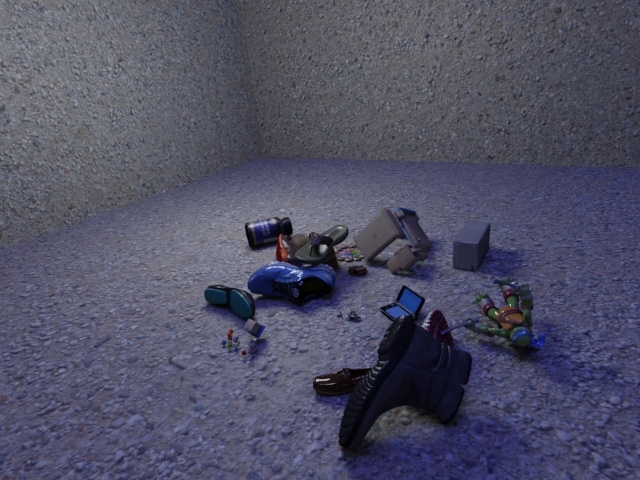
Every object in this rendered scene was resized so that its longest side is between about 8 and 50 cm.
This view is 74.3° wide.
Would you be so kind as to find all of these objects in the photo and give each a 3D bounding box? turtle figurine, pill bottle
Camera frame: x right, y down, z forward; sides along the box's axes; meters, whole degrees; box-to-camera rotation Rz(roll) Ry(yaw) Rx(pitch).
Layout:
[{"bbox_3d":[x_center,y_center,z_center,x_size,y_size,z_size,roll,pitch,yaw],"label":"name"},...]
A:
[{"bbox_3d":[0.509,0.181,1.232,0.275,0.197,0.266,16,17,8],"label":"turtle figurine"},{"bbox_3d":[-0.256,-0.049,2.098,0.220,0.122,0.123,-14,24,-17],"label":"pill bottle"}]

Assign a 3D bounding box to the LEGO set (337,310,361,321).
[{"bbox_3d":[0.096,0.249,1.421,0.083,0.023,0.054,-2,23,11],"label":"LEGO set"}]

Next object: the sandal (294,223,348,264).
[{"bbox_3d":[0.000,-0.001,1.670,0.120,0.086,0.303,15,39,32],"label":"sandal"}]

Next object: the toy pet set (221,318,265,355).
[{"bbox_3d":[-0.231,0.310,1.344,0.122,0.065,0.114,12,64,43],"label":"toy pet set"}]

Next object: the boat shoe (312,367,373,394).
[{"bbox_3d":[0.067,0.362,1.111,0.178,0.060,0.064,-5,23,4],"label":"boat shoe"}]

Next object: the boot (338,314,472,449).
[{"bbox_3d":[0.205,0.362,0.967,0.223,0.338,0.118,34,-13,-2],"label":"boot"}]

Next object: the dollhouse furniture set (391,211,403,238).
[{"bbox_3d":[0.376,-0.103,2.061,0.151,0.123,0.144,-25,29,-38],"label":"dollhouse furniture set"}]

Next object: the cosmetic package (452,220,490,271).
[{"bbox_3d":[0.615,0.017,1.714,0.107,0.127,0.238,10,26,33],"label":"cosmetic package"}]

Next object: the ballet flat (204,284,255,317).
[{"bbox_3d":[-0.310,0.207,1.545,0.281,0.095,0.096,13,17,39],"label":"ballet flat"}]

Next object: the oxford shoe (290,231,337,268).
[{"bbox_3d":[-0.032,0.012,1.882,0.123,0.130,0.348,-18,26,-27],"label":"oxford shoe"}]

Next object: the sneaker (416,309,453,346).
[{"bbox_3d":[0.276,0.285,1.182,0.112,0.120,0.299,-27,-3,41],"label":"sneaker"}]

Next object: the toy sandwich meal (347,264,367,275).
[{"bbox_3d":[0.150,0.116,1.717,0.086,0.029,0.085,-5,23,2],"label":"toy sandwich meal"}]

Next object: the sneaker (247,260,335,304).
[{"bbox_3d":[-0.109,0.157,1.560,0.331,0.129,0.147,-5,20,3],"label":"sneaker"}]

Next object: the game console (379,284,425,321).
[{"bbox_3d":[0.269,0.214,1.400,0.108,0.071,0.122,-15,24,-21],"label":"game console"}]

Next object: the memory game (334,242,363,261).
[{"bbox_3d":[0.137,0.051,1.900,0.187,0.012,0.186,-6,23,2],"label":"memory game"}]

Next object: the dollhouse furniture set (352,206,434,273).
[{"bbox_3d":[0.346,0.026,1.828,0.304,0.198,0.286,5,50,-46],"label":"dollhouse furniture set"}]

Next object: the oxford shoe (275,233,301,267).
[{"bbox_3d":[-0.143,0.054,1.887,0.099,0.096,0.271,5,27,-14],"label":"oxford shoe"}]
